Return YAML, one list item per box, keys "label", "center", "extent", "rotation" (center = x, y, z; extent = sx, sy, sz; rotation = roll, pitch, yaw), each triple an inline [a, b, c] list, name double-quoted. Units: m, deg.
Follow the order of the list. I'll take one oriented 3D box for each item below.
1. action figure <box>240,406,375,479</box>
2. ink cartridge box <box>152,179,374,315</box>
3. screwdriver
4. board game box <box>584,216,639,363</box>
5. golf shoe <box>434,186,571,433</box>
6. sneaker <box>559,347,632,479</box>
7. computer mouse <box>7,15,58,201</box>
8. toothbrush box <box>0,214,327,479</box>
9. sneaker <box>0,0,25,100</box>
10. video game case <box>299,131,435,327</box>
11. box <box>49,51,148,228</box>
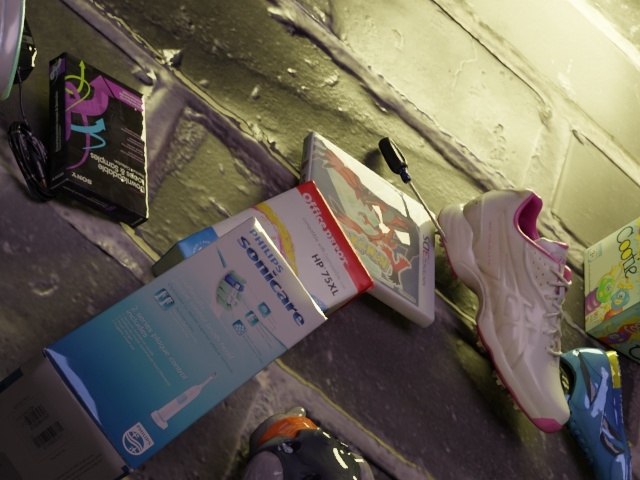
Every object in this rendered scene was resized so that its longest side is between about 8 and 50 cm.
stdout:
- label: "action figure"
  center: [0.051, 0.278, 1.481]
  extent: [0.341, 0.178, 0.330]
  rotation: [3, 32, -44]
- label: "ink cartridge box"
  center: [-0.042, 0.028, 1.630]
  extent: [0.231, 0.078, 0.134]
  rotation: [-27, 83, -33]
- label: "screwdriver"
  center: [0.113, -0.062, 1.889]
  extent: [0.025, 0.024, 0.170]
  rotation: [30, 26, -51]
- label: "board game box"
  center: [0.501, 0.096, 2.084]
  extent: [0.275, 0.142, 0.144]
  rotation: [30, 47, -26]
- label: "golf shoe"
  center: [0.247, 0.075, 1.850]
  extent: [0.115, 0.140, 0.306]
  rotation: [21, 46, -68]
- label: "sneaker"
  center: [0.332, 0.234, 1.904]
  extent: [0.082, 0.069, 0.209]
  rotation: [-2, 70, -7]
- label: "computer mouse"
  center: [-0.315, -0.150, 1.575]
  extent: [0.071, 0.041, 0.242]
  rotation: [11, 59, -61]
- label: "toothbrush box"
  center: [-0.168, 0.124, 1.382]
  extent: [0.126, 0.216, 0.295]
  rotation: [55, 42, 1]
- label: "sneaker"
  center: [-0.397, -0.260, 1.474]
  extent: [0.208, 0.127, 0.319]
  rotation: [1, 50, -24]
- label: "video game case"
  center: [0.056, -0.014, 1.814]
  extent: [0.201, 0.023, 0.183]
  rotation: [33, 38, -25]
- label: "box"
  center: [-0.229, -0.104, 1.607]
  extent: [0.116, 0.029, 0.162]
  rotation: [27, 48, -44]
